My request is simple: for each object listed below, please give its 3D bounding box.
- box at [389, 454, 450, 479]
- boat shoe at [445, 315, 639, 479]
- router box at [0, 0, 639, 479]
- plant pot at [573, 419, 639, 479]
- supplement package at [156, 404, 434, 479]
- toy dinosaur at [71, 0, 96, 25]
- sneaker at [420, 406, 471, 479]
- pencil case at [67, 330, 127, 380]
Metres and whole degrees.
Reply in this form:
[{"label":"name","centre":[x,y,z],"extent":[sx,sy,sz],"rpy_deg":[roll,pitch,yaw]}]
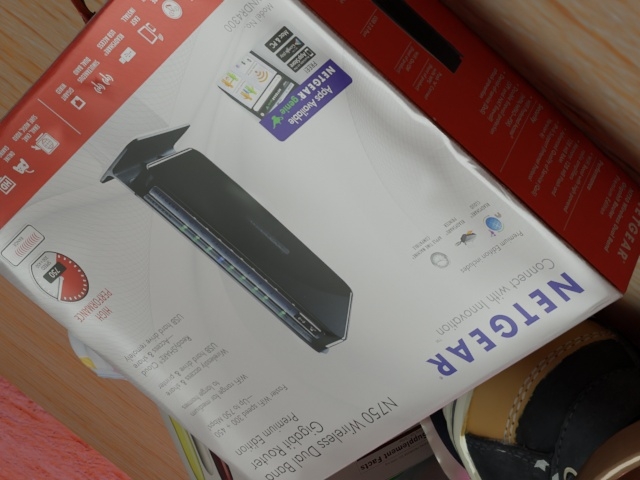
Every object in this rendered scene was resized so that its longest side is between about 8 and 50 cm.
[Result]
[{"label":"box","centre":[0.049,0.278,1.303],"extent":[0.127,0.231,0.262],"rpy_deg":[51,-164,-8]},{"label":"boat shoe","centre":[0.265,0.249,1.188],"extent":[0.500,0.187,0.156],"rpy_deg":[54,164,-28]},{"label":"router box","centre":[-0.028,-0.020,1.015],"extent":[0.301,0.082,0.335],"rpy_deg":[41,136,-10]},{"label":"plant pot","centre":[0.258,0.150,0.986],"extent":[0.237,0.110,0.237],"rpy_deg":[8,133,8]},{"label":"supplement package","centre":[-0.042,0.107,1.374],"extent":[0.203,0.149,0.194],"rpy_deg":[65,160,-2]},{"label":"toy dinosaur","centre":[-0.176,-0.178,1.161],"extent":[0.047,0.090,0.082],"rpy_deg":[109,153,-62]},{"label":"sneaker","centre":[0.167,0.155,1.303],"extent":[0.235,0.095,0.090],"rpy_deg":[30,-155,-54]},{"label":"pencil case","centre":[-0.150,0.098,1.734],"extent":[0.113,0.124,0.273],"rpy_deg":[1,-172,-34]}]
